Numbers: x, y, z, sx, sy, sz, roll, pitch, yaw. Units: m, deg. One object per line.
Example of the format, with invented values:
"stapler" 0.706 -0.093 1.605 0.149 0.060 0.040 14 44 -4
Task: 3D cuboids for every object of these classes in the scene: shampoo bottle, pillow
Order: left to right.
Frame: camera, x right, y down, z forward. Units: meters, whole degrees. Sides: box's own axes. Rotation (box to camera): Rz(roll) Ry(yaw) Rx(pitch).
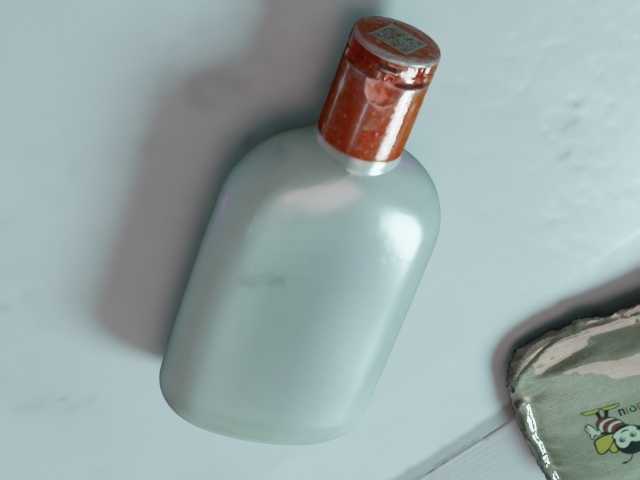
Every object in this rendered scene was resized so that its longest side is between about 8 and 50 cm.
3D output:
"shampoo bottle" 0.000 0.000 0.813 0.108 0.051 0.221 11 124 -16
"pillow" 0.212 0.060 0.913 0.232 0.038 0.131 -25 124 10
